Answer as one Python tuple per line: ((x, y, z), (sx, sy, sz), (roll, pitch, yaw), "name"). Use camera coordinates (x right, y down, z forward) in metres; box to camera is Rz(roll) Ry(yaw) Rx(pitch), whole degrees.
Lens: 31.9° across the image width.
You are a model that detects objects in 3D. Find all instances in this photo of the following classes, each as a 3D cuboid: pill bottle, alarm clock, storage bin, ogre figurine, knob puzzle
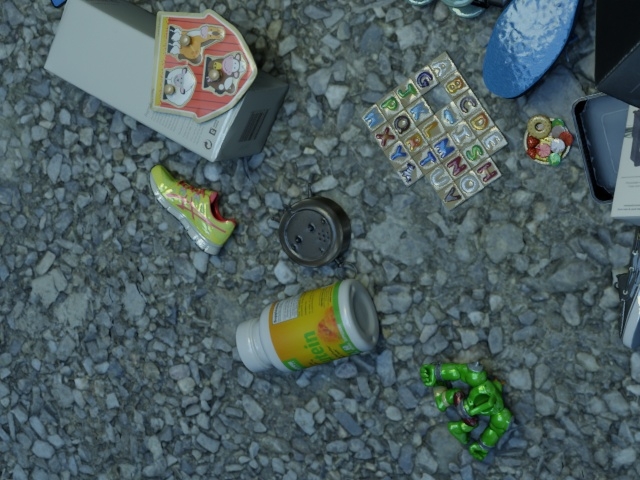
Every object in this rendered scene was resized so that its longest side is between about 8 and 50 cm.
((-0.028, 0.167, 2.071), (0.245, 0.136, 0.136), (-18, 92, 23), "pill bottle")
((0.000, 0.000, 2.075), (0.129, 0.064, 0.192), (-43, 86, 22), "alarm clock")
((0.493, -0.160, 1.838), (0.122, 0.084, 0.180), (-13, 95, 23), "storage bin")
((0.272, 0.294, 2.000), (0.118, 0.097, 0.197), (-28, 77, 35), "ogre figurine")
((-0.198, -0.294, 1.890), (0.213, 0.030, 0.213), (2, 95, 19), "knob puzzle")

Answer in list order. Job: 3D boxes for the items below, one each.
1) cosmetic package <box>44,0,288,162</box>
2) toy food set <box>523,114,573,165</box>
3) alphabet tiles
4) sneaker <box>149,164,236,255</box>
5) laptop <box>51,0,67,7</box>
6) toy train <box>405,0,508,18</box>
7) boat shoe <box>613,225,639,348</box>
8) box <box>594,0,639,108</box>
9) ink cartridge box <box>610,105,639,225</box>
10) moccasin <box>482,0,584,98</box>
((-0.280, -0.300, 2.048), (0.385, 0.217, 0.156), (30, 107, 12), "cosmetic package")
((0.388, -0.170, 1.911), (0.082, 0.020, 0.083), (19, 105, 17), "toy food set")
((0.209, -0.181, 1.986), (0.198, 0.009, 0.237), (-35, 85, 23), "alphabet tiles")
((-0.241, -0.075, 2.152), (0.094, 0.081, 0.208), (-43, 89, 15), "sneaker")
((-0.487, -0.701, 2.053), (0.236, 0.408, 0.382), (-29, 88, -10), "laptop")
((0.174, -0.496, 1.882), (0.333, 0.142, 0.190), (18, 96, 18), "toy train")
((0.531, 0.065, 1.872), (0.076, 0.080, 0.229), (24, 113, 38), "boat shoe")
((0.680, -0.341, 1.427), (0.471, 0.297, 0.480), (20, 145, -14), "box")
((0.560, -0.133, 1.729), (0.100, 0.172, 0.237), (1, 79, 61), "ink cartridge box")
((0.384, -0.385, 1.825), (0.137, 0.117, 0.342), (33, 106, 13), "moccasin")
